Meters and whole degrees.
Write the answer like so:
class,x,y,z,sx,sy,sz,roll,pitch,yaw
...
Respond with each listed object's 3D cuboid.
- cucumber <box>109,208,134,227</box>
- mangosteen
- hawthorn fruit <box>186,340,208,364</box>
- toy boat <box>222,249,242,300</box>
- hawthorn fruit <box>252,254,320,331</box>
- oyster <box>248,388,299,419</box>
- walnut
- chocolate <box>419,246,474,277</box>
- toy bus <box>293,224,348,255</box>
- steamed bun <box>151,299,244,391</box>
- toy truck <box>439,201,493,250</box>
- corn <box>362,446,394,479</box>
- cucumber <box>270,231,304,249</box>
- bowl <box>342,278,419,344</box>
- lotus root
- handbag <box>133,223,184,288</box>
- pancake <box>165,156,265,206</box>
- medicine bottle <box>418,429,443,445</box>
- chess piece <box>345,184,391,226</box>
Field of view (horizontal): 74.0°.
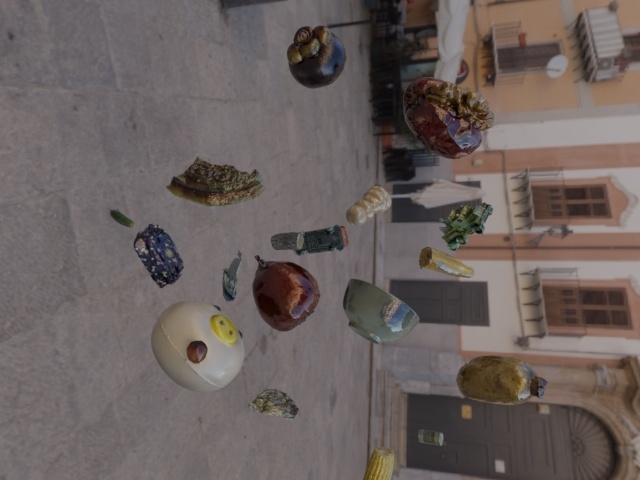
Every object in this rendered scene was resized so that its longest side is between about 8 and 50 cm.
class,x,y,z,sx,sy,sz,roll,pitch,yaw
cucumber,-0.749,-0.081,1.598,0.039,0.168,0.039,-37,140,-38
mangosteen,-0.023,-0.601,1.373,0.231,0.194,0.193,32,57,-56
hawthorn fruit,-0.422,0.380,1.447,0.077,0.077,0.077,-1,90,-75
toy boat,-0.459,0.172,2.208,0.220,0.067,0.290,-115,-144,-44
hawthorn fruit,-0.163,0.239,1.875,0.308,0.325,0.308,-51,154,-37
oyster,-0.165,0.596,1.536,0.125,0.178,0.064,-54,168,-78
walnut,0.392,-0.393,1.328,0.244,0.269,0.221,-7,-118,67
chocolate,0.467,0.087,1.544,0.086,0.220,0.085,-163,-90,-71
toy bus,0.000,0.000,1.986,0.120,0.265,0.121,-17,97,-63
steamed bun,-0.470,0.403,1.642,0.373,0.334,0.334,53,24,-10
toy truck,0.573,-0.071,1.723,0.128,0.135,0.259,-56,-176,-23
corn,0.163,0.678,1.220,0.063,0.085,0.165,-111,-146,-81
cucumber,-0.115,0.003,1.455,0.064,0.112,0.064,-1,90,-68
bowl,0.187,0.272,1.495,0.146,0.290,0.289,-58,154,-16
lotus root,0.562,0.439,1.334,0.160,0.284,0.146,-39,109,-36
handbag,-0.652,0.060,1.737,0.162,0.113,0.260,-94,162,-70
pancake,-0.468,-0.271,1.958,0.066,0.428,0.304,103,-1,-50
medicine bottle,0.415,0.742,1.599,0.047,0.084,0.047,18,69,-56
chess piece,0.221,-0.158,2.083,0.261,0.143,0.142,-36,130,-37
